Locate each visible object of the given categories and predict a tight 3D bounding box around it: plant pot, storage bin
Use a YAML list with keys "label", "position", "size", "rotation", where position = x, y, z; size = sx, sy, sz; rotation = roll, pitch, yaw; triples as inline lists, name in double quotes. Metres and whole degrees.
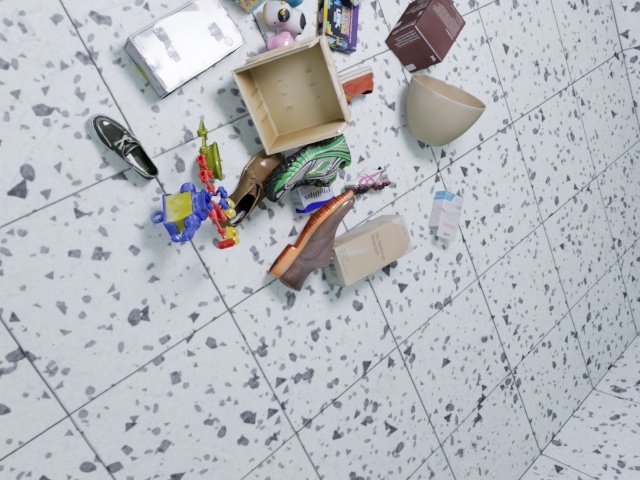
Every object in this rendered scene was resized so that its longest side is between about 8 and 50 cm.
- label: "plant pot"
  position: [0.423, -0.455, 1.752]
  size: [0.284, 0.284, 0.191]
  rotation: [2, 128, -31]
- label: "storage bin"
  position: [-0.074, -0.418, 1.397]
  size: [0.123, 0.260, 0.262]
  rotation: [-73, 147, -54]

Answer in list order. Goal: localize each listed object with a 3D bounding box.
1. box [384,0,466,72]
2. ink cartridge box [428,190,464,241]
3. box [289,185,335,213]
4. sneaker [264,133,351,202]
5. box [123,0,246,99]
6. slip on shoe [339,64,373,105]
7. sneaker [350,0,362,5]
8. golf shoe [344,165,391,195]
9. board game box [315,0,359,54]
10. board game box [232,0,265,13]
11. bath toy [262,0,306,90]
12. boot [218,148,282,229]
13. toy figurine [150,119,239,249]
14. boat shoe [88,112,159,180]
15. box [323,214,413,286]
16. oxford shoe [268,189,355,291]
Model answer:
- label: "box"
  position: [0.378, -0.751, 1.739]
  size: [0.167, 0.168, 0.203]
  rotation: [41, 71, -27]
- label: "ink cartridge box"
  position: [0.492, -0.094, 1.903]
  size: [0.104, 0.061, 0.181]
  rotation: [18, 83, -30]
- label: "box"
  position: [-0.034, -0.173, 1.574]
  size: [0.126, 0.072, 0.137]
  rotation: [-26, 106, -27]
- label: "sneaker"
  position: [-0.024, -0.209, 1.453]
  size: [0.343, 0.134, 0.146]
  rotation: [-39, 106, -29]
- label: "box"
  position: [-0.372, -0.544, 1.341]
  size: [0.290, 0.087, 0.169]
  rotation: [-45, 113, -22]
- label: "slip on shoe"
  position: [0.057, -0.483, 1.593]
  size: [0.331, 0.123, 0.101]
  rotation: [-33, 112, -31]
- label: "sneaker"
  position: [0.130, -0.900, 1.620]
  size: [0.146, 0.102, 0.293]
  rotation: [32, 51, 9]
- label: "golf shoe"
  position: [0.155, -0.212, 1.700]
  size: [0.186, 0.067, 0.086]
  rotation: [-14, 73, -30]
- label: "board game box"
  position: [0.058, -0.728, 1.616]
  size: [0.141, 0.048, 0.170]
  rotation: [2, 91, -30]
- label: "board game box"
  position: [-0.264, -0.800, 1.361]
  size: [0.275, 0.142, 0.144]
  rotation: [26, 81, -29]
- label: "bath toy"
  position: [-0.104, -0.606, 1.478]
  size: [0.151, 0.129, 0.349]
  rotation: [-1, 94, -31]
- label: "boot"
  position: [-0.194, -0.158, 1.454]
  size: [0.112, 0.115, 0.305]
  rotation: [41, 71, -24]
- label: "toy figurine"
  position: [-0.368, -0.123, 1.300]
  size: [0.217, 0.363, 0.191]
  rotation: [-18, 149, 5]
- label: "boat shoe"
  position: [-0.512, -0.251, 1.279]
  size: [0.219, 0.070, 0.078]
  rotation: [47, 70, -24]
- label: "box"
  position: [0.157, 0.029, 1.671]
  size: [0.311, 0.121, 0.148]
  rotation: [-27, 106, -27]
- label: "oxford shoe"
  position: [0.000, 0.000, 1.523]
  size: [0.132, 0.130, 0.364]
  rotation: [40, 97, -11]
